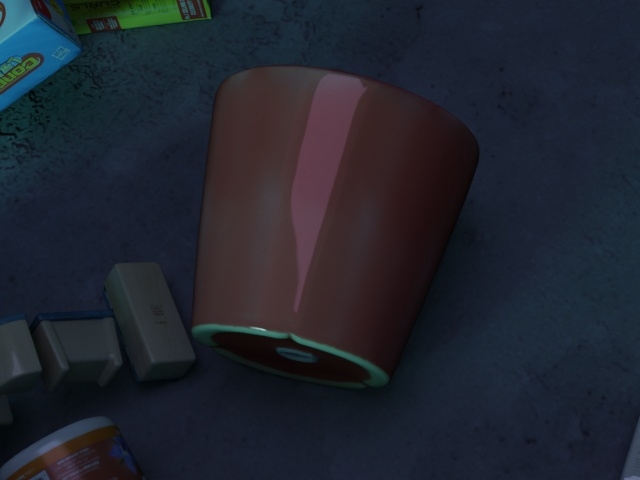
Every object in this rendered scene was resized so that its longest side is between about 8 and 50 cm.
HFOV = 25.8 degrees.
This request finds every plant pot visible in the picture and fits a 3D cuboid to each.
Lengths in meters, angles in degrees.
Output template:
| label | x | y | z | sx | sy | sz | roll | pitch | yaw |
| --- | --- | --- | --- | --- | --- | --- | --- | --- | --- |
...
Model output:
| label | x | y | z | sx | sy | sz | roll | pitch | yaw |
| --- | --- | --- | --- | --- | --- | --- | --- | --- | --- |
| plant pot | 0.000 | 0.000 | 1.338 | 0.275 | 0.275 | 0.243 | 10 | 74 | 12 |

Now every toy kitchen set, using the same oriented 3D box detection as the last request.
| label | x | y | z | sx | sy | sz | roll | pitch | yaw |
| --- | --- | --- | --- | --- | --- | --- | --- | --- | --- |
| toy kitchen set | -0.264 | 0.119 | 1.403 | 0.207 | 0.166 | 0.122 | -1 | 54 | -37 |

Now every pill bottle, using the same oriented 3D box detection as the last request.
| label | x | y | z | sx | sy | sz | roll | pitch | yaw |
| --- | --- | --- | --- | --- | --- | --- | --- | --- | --- |
| pill bottle | -0.191 | 0.277 | 1.254 | 0.121 | 0.121 | 0.216 | -29 | 78 | -9 |

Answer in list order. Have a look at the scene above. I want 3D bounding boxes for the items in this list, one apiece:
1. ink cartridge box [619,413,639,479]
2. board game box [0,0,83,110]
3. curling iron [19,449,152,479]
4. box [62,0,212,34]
| label | x | y | z | sx | sy | sz | roll | pitch | yaw |
| --- | --- | --- | --- | --- | --- | --- | --- | --- | --- |
| ink cartridge box | 0.351 | 0.170 | 1.304 | 0.104 | 0.060 | 0.180 | 17 | 65 | 16 |
| board game box | -0.448 | -0.250 | 1.553 | 0.308 | 0.086 | 0.302 | -33 | 60 | 12 |
| curling iron | -0.173 | 0.254 | 1.331 | 0.274 | 0.035 | 0.068 | 21 | 66 | 17 |
| box | -0.246 | -0.286 | 1.611 | 0.232 | 0.087 | 0.058 | -7 | 63 | 1 |
